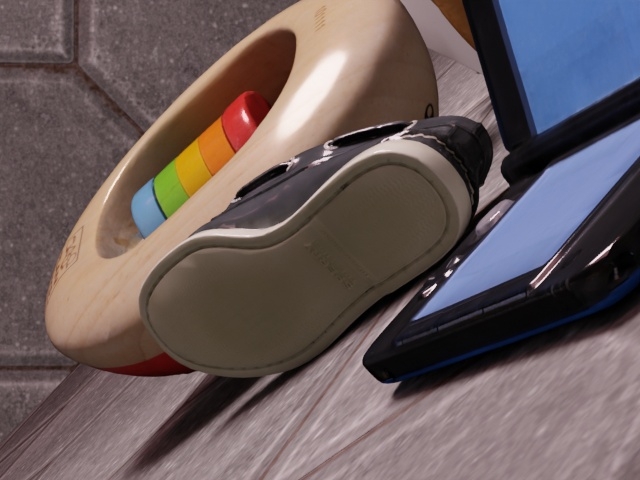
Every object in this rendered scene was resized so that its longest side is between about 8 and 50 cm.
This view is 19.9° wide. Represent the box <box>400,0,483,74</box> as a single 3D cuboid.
[{"bbox_3d":[0.210,-0.343,1.685,0.345,0.168,0.215,-48,-25,-31],"label":"box"}]

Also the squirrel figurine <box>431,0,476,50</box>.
[{"bbox_3d":[0.166,-0.337,1.300,0.281,0.397,0.370,-53,-12,26],"label":"squirrel figurine"}]

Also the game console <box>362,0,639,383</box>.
[{"bbox_3d":[0.100,-0.084,0.928,0.250,0.173,0.293,-46,5,-22],"label":"game console"}]

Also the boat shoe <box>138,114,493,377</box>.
[{"bbox_3d":[-0.002,-0.003,1.336,0.340,0.127,0.113,-37,8,45],"label":"boat shoe"}]

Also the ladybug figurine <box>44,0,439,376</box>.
[{"bbox_3d":[-0.063,-0.031,1.592,0.449,0.162,0.305,-40,27,24],"label":"ladybug figurine"}]
